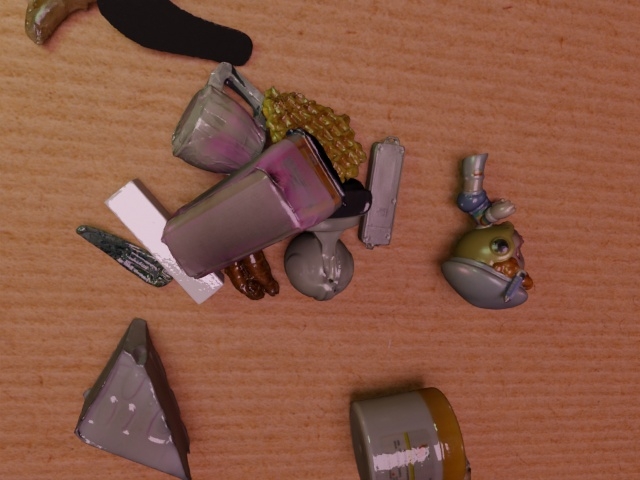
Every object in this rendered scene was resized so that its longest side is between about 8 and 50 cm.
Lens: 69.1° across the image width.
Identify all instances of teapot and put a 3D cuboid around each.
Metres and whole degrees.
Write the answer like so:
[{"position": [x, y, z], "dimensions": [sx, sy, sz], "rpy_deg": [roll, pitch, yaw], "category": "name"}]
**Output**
[{"position": [-0.203, -0.237, 0.996], "dimensions": [0.178, 0.221, 0.163], "rpy_deg": [28, 136, -28], "category": "teapot"}]

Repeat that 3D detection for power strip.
[{"position": [0.146, -0.113, 1.122], "dimensions": [0.078, 0.052, 0.272], "rpy_deg": [5, 100, -12], "category": "power strip"}]

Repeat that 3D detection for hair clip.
[{"position": [-0.436, 0.032, 1.046], "dimensions": [0.229, 0.036, 0.066], "rpy_deg": [36, 98, -22], "category": "hair clip"}]

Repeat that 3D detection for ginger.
[{"position": [-0.166, 0.078, 1.089], "dimensions": [0.103, 0.073, 0.162], "rpy_deg": [-27, 107, -4], "category": "ginger"}, {"position": [-0.453, -0.483, 0.915], "dimensions": [0.295, 0.086, 0.131], "rpy_deg": [-30, 125, 5], "category": "ginger"}]

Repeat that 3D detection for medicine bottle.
[{"position": [0.209, 0.509, 1.170], "dimensions": [0.232, 0.238, 0.237], "rpy_deg": [-8, 103, -9], "category": "medicine bottle"}]

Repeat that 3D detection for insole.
[{"position": [-0.287, -0.432, 0.948], "dimensions": [0.310, 0.012, 0.110], "rpy_deg": [8, 124, -24], "category": "insole"}]

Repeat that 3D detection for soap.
[{"position": [-0.371, 0.366, 1.073], "dimensions": [0.302, 0.159, 0.257], "rpy_deg": [30, 93, -17], "category": "soap"}]

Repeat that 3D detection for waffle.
[{"position": [-0.009, -0.225, 0.986], "dimensions": [0.243, 0.237, 0.058], "rpy_deg": [13, 135, -25], "category": "waffle"}]

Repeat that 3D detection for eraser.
[{"position": [-0.339, 0.003, 1.037], "dimensions": [0.076, 0.078, 0.298], "rpy_deg": [-38, 106, -1], "category": "eraser"}]

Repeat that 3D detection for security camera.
[{"position": [0.000, 0.000, 1.048], "dimensions": [0.197, 0.191, 0.277], "rpy_deg": [-5, 106, -20], "category": "security camera"}]

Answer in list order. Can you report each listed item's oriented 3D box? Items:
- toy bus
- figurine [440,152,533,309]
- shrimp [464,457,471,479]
[{"position": [-0.155, -0.051, 0.890], "dimensions": [0.386, 0.162, 0.171], "rpy_deg": [-24, 99, 39], "category": "toy bus"}, {"position": [0.392, -0.017, 1.156], "dimensions": [0.205, 0.224, 0.381], "rpy_deg": [-9, 79, 13], "category": "figurine"}, {"position": [0.258, 0.675, 1.311], "dimensions": [0.365, 0.071, 0.233], "rpy_deg": [1, 92, -11], "category": "shrimp"}]
